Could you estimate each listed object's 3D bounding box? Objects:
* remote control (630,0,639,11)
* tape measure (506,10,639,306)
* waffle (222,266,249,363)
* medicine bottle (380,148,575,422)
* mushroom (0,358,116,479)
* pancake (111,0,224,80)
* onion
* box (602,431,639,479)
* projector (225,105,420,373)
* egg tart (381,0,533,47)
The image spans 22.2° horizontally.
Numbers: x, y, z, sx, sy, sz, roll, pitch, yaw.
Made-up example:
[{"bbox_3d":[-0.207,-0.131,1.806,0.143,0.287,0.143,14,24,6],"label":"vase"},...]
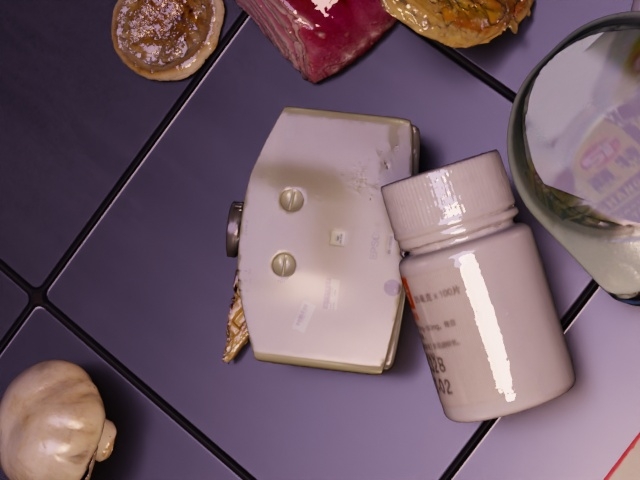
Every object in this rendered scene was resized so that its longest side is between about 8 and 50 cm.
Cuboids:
[{"bbox_3d":[0.448,-0.227,1.658,0.261,0.029,0.067,16,88,21],"label":"remote control"},{"bbox_3d":[0.323,-0.095,1.620,0.259,0.138,0.262,-44,72,6],"label":"tape measure"},{"bbox_3d":[-0.087,0.049,1.786,0.097,0.023,0.152,39,94,19],"label":"waffle"},{"bbox_3d":[0.155,0.044,1.622,0.145,0.144,0.252,-15,95,15],"label":"medicine bottle"},{"bbox_3d":[-0.286,0.208,1.783,0.154,0.123,0.154,-19,67,53],"label":"mushroom"},{"bbox_3d":[-0.175,-0.247,1.855,0.140,0.022,0.139,-2,83,17],"label":"pancake"},{"bbox_3d":[-0.006,-0.335,1.772,0.247,0.111,0.250,-43,71,9],"label":"onion"},{"bbox_3d":[0.443,0.232,1.445,0.300,0.312,0.314,38,93,20],"label":"box"},{"bbox_3d":[0.000,0.000,1.715,0.194,0.088,0.269,7,84,3],"label":"projector"},{"bbox_3d":[0.117,-0.313,1.708,0.232,0.098,0.252,-44,104,-28],"label":"egg tart"}]
